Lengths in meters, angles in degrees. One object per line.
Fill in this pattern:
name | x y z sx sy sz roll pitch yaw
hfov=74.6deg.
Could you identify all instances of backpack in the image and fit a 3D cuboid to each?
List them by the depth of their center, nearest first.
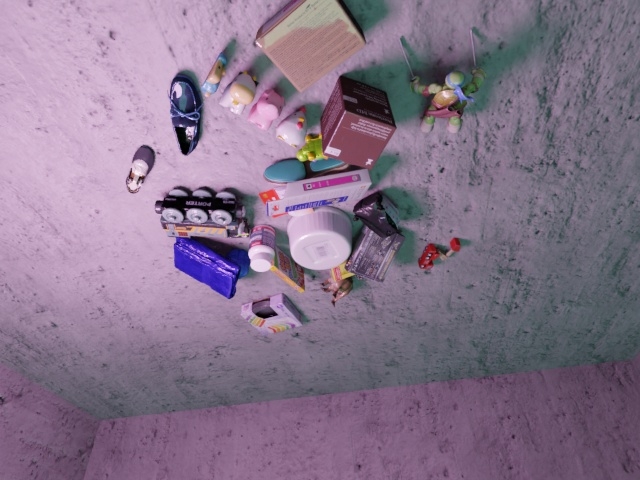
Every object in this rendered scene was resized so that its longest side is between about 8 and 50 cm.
backpack | 0.235 -0.098 1.650 0.182 0.115 0.152 41 142 -25
backpack | -0.369 0.106 1.844 0.098 0.120 0.101 -31 132 29

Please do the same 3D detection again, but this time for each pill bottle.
pill bottle | -0.240 0.033 1.724 0.108 0.180 0.107 -2 138 -2

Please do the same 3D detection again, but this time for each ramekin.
ramekin | 0.000 0.000 1.737 0.278 0.135 0.277 -2 138 -1

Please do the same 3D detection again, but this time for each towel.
towel | -0.492 0.120 1.788 0.309 0.076 0.227 29 135 7

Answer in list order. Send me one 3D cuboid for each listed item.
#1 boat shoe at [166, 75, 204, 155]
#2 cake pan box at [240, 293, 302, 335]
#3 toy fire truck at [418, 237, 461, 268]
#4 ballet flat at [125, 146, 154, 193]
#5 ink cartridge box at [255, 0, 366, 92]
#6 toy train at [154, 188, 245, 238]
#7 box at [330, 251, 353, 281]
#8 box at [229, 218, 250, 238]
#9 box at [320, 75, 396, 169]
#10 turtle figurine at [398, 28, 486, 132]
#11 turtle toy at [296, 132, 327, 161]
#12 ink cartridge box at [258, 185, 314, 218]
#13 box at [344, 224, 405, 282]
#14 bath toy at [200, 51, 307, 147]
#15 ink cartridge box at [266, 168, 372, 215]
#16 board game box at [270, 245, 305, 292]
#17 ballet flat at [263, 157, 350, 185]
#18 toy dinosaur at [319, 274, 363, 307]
boat shoe | -0.413 -0.378 1.312 0.109 0.088 0.258 0 139 -4
cake pan box | -0.255 0.393 2.221 0.246 0.070 0.266 -18 136 13
toy fire truck | 0.538 0.063 1.911 0.136 0.047 0.192 4 139 -10
ballet flat | -0.637 -0.237 1.473 0.074 0.074 0.203 22 133 -26
ink cartridge box | -0.025 -0.552 1.141 0.235 0.088 0.193 -27 132 26
toy train | -0.451 -0.091 1.602 0.335 0.142 0.190 3 142 -3
box | 0.154 0.098 1.852 0.233 0.058 0.087 -18 124 -10
box | -0.336 -0.048 1.722 0.084 0.052 0.062 -3 139 2
box | 0.108 -0.359 1.284 0.169 0.203 0.167 13 136 -19
turtle figurine | 0.379 -0.461 1.263 0.198 0.274 0.266 -28 158 -5
turtle toy | -0.021 -0.307 1.430 0.131 0.095 0.066 -11 159 9
ink cartridge box | -0.131 -0.147 1.627 0.180 0.045 0.145 -17 134 11
box | 0.231 0.050 1.789 0.183 0.056 0.230 19 103 -25
bath toy | -0.176 -0.412 1.271 0.349 0.151 0.128 27 95 -30
ink cartridge box | -0.014 -0.167 1.493 0.372 0.069 0.175 -14 170 -9
board game box | -0.155 0.123 1.874 0.039 0.124 0.259 -28 134 23
ballet flat | -0.041 -0.234 1.497 0.317 0.107 0.106 -9 152 7
toy dinosaur | 0.112 0.200 1.995 0.201 0.127 0.295 -34 156 -13
